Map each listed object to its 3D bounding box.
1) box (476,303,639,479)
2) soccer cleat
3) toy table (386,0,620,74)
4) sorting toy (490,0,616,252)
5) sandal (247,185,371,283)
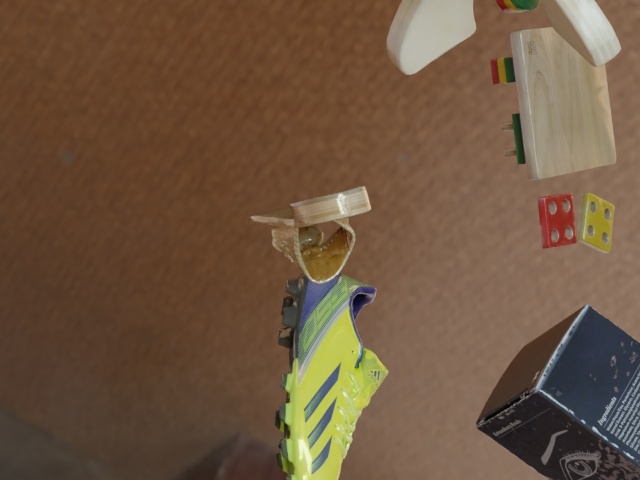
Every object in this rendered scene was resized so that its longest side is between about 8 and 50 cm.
[{"bbox_3d":[0.276,0.177,1.782,0.207,0.108,0.153,37,155,-4],"label":"box"},{"bbox_3d":[0.014,0.162,2.017,0.121,0.289,0.093,5,151,-5],"label":"soccer cleat"},{"bbox_3d":[0.145,-0.257,1.483,0.274,0.252,0.161,-26,135,4],"label":"toy table"},{"bbox_3d":[0.210,-0.118,1.721,0.046,0.132,0.274,-4,96,41],"label":"sorting toy"},{"bbox_3d":[-0.006,0.002,1.748,0.240,0.088,0.079,169,87,-74],"label":"sandal"}]
